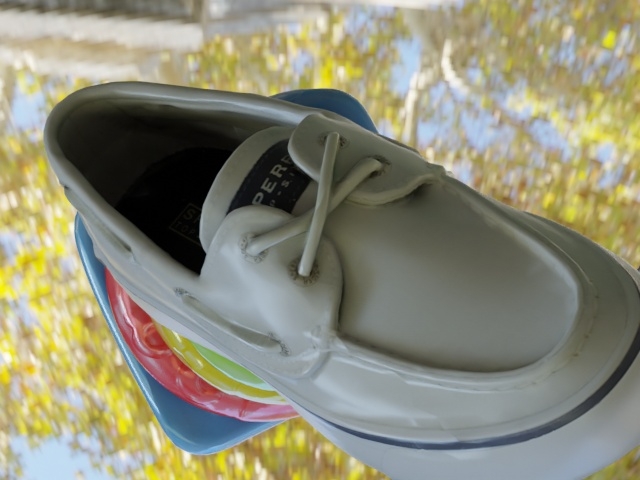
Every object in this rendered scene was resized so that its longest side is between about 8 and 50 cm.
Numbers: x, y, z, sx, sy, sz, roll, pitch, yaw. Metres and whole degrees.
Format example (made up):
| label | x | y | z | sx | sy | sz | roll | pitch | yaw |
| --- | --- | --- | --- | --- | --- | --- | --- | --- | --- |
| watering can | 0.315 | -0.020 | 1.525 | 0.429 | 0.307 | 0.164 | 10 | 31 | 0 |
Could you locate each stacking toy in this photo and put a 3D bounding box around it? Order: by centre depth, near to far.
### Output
| label | x | y | z | sx | sy | sz | roll | pitch | yaw |
| --- | --- | --- | --- | --- | --- | --- | --- | --- | --- |
| stacking toy | -0.014 | 0.014 | 0.922 | 0.175 | 0.302 | 0.165 | -25 | -85 | -7 |

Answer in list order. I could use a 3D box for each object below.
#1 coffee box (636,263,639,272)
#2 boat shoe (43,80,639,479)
| label | x | y | z | sx | sy | sz | roll | pitch | yaw |
| --- | --- | --- | --- | --- | --- | --- | --- | --- | --- |
| coffee box | 0.286 | 0.046 | 0.944 | 0.246 | 0.098 | 0.141 | 38 | -129 | 13 |
| boat shoe | 0.000 | 0.000 | 0.648 | 0.096 | 0.088 | 0.267 | -50 | -140 | -11 |
